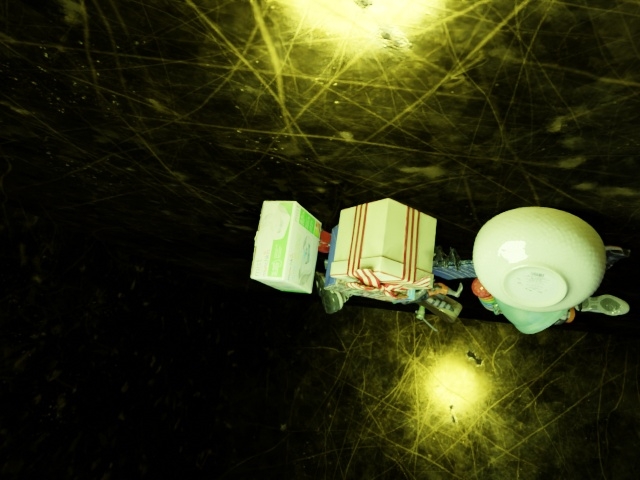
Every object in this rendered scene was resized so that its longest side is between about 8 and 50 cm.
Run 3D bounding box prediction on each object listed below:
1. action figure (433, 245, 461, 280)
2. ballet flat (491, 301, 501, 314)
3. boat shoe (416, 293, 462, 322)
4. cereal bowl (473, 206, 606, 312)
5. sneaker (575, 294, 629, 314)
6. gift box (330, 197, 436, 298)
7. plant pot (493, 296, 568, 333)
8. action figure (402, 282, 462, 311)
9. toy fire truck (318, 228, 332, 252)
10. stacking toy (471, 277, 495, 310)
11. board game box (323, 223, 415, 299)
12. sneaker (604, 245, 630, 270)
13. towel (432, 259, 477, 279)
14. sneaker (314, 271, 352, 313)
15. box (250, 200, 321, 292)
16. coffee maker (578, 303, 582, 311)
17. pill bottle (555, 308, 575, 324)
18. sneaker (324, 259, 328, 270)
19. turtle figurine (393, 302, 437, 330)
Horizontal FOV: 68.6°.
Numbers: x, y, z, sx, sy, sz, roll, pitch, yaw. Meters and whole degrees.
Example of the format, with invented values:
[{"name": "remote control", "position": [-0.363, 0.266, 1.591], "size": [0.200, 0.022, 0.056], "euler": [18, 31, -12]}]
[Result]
[{"name": "action figure", "position": [0.385, 0.095, 1.797], "size": [0.164, 0.140, 0.276], "euler": [5, 170, -38]}, {"name": "ballet flat", "position": [0.814, 0.280, 2.003], "size": [0.189, 0.070, 0.070], "euler": [-8, 171, -16]}, {"name": "boat shoe", "position": [0.549, 0.277, 2.370], "size": [0.341, 0.110, 0.121], "euler": [35, 160, 11]}, {"name": "cereal bowl", "position": [0.586, 0.080, 1.283], "size": [0.339, 0.141, 0.338], "euler": [17, 137, 16]}, {"name": "sneaker", "position": [1.305, 0.294, 2.154], "size": [0.115, 0.090, 0.232], "euler": [9, 177, -31]}, {"name": "gift box", "position": [0.197, 0.034, 1.421], "size": [0.255, 0.257, 0.276], "euler": [16, 165, -29]}, {"name": "plant pot", "position": [0.679, 0.130, 1.547], "size": [0.196, 0.293, 0.293], "euler": [37, 163, -1]}, {"name": "action figure", "position": [0.476, 0.242, 2.156], "size": [0.331, 0.178, 0.341], "euler": [2, -179, -7]}, {"name": "toy fire truck", "position": [0.000, 0.000, 1.838], "size": [0.135, 0.047, 0.192], "euler": [-3, 161, 43]}, {"name": "stacking toy", "position": [0.731, 0.223, 2.044], "size": [0.141, 0.141, 0.330], "euler": [0, 166, 33]}, {"name": "board game box", "position": [0.183, 0.079, 1.659], "size": [0.291, 0.231, 0.141], "euler": [12, 166, -14]}, {"name": "sneaker", "position": [0.901, 0.068, 1.491], "size": [0.072, 0.077, 0.178], "euler": [10, 165, -9]}, {"name": "towel", "position": [0.622, 0.131, 1.994], "size": [0.243, 0.040, 0.336], "euler": [19, 162, -39]}, {"name": "sneaker", "position": [0.120, 0.217, 2.299], "size": [0.258, 0.168, 0.447], "euler": [-11, -170, -5]}, {"name": "box", "position": [-0.111, 0.026, 1.572], "size": [0.127, 0.261, 0.231], "euler": [2, 164, 22]}, {"name": "coffee maker", "position": [0.866, 0.171, 1.732], "size": [0.178, 0.171, 0.120], "euler": [2, -179, 32]}, {"name": "pill bottle", "position": [1.140, 0.350, 2.354], "size": [0.246, 0.130, 0.130], "euler": [10, 166, -6]}, {"name": "sneaker", "position": [0.051, 0.134, 2.314], "size": [0.052, 0.057, 0.135], "euler": [2, 165, 26]}, {"name": "turtle figurine", "position": [0.544, 0.352, 2.546], "size": [0.267, 0.197, 0.274], "euler": [11, 150, 37]}]
